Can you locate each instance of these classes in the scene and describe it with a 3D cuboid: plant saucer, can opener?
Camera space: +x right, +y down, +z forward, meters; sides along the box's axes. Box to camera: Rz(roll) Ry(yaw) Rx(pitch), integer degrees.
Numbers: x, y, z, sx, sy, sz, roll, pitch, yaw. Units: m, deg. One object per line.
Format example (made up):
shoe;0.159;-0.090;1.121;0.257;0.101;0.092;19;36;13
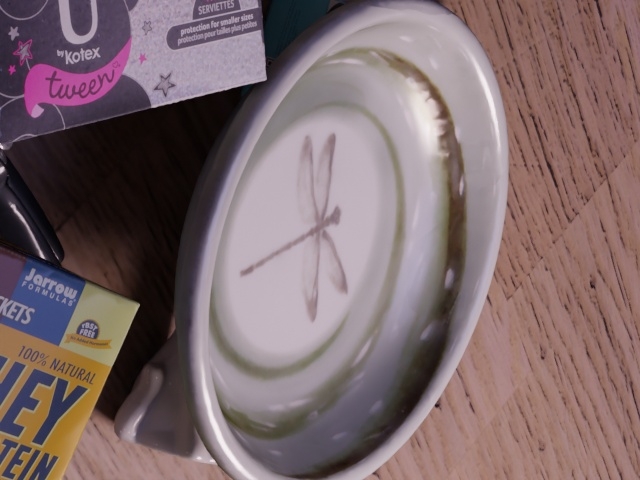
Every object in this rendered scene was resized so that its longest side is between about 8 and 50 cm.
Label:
plant saucer;0.000;0.000;1.506;0.400;0.101;0.400;-27;125;-47
can opener;-0.226;-0.030;1.376;0.186;0.073;0.059;56;25;-51

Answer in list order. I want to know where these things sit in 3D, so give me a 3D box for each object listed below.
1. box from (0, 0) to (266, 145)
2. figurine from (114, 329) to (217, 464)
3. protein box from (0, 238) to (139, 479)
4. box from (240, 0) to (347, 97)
box;-0.168;-0.162;1.275;0.247;0.142;0.163;-18;109;-45
figurine;-0.061;0.080;1.611;0.215;0.092;0.209;17;86;-52
protein box;-0.254;0.088;1.248;0.136;0.200;0.201;26;87;-37
box;0.043;-0.139;1.635;0.244;0.060;0.100;11;99;-53
